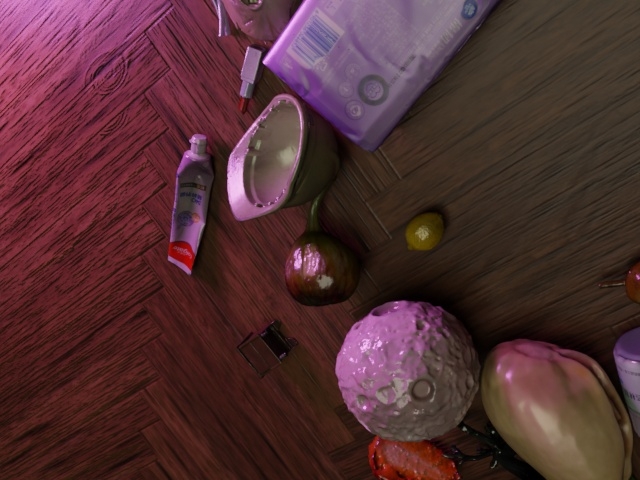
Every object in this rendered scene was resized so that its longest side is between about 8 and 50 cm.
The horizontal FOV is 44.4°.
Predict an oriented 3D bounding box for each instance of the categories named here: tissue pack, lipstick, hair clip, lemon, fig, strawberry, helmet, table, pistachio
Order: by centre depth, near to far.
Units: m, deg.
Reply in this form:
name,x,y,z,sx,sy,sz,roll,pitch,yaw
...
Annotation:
name,x,y,z,sx,sy,sz,roll,pitch,yaw
tissue pack,0.107,-0.347,1.237,0.242,0.160,0.338,41,119,0
pistachio,0.409,0.307,1.352,0.214,0.193,0.318,-39,80,32
lemon,0.184,-0.014,1.395,0.065,0.065,0.092,42,122,1
helmet,-0.047,-0.135,1.399,0.257,0.137,0.204,-37,52,45
hair clip,-0.188,-0.421,1.400,0.039,0.030,0.115,1,110,42
lipstick,-0.129,-0.289,1.427,0.030,0.030,0.129,24,117,11
fig,0.000,0.000,1.451,0.149,0.149,0.245,-3,92,23
strawberry,0.181,0.452,1.559,0.188,0.121,0.082,28,149,5
table,-0.107,0.217,1.603,0.082,0.070,0.083,-37,93,30

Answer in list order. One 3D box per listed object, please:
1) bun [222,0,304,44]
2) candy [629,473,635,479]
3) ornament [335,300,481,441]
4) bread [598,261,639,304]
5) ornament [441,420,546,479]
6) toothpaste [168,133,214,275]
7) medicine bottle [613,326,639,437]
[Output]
name,x,y,z,sx,sy,sz,roll,pitch,yaw
bun,-0.104,-0.420,1.315,0.166,0.113,0.173,-38,91,30
candy,0.527,0.432,1.439,0.149,0.069,0.246,-15,100,28
ornament,0.154,0.222,1.398,0.259,0.259,0.225,-13,104,26
bread,0.621,0.061,1.241,0.344,0.084,0.124,-8,107,25
ornament,0.320,0.422,1.437,0.236,0.202,0.080,30,119,35
toothpaste,-0.261,-0.070,1.563,0.075,0.048,0.301,19,119,9
medicine bottle,0.572,0.241,1.307,0.135,0.135,0.168,-13,107,26
